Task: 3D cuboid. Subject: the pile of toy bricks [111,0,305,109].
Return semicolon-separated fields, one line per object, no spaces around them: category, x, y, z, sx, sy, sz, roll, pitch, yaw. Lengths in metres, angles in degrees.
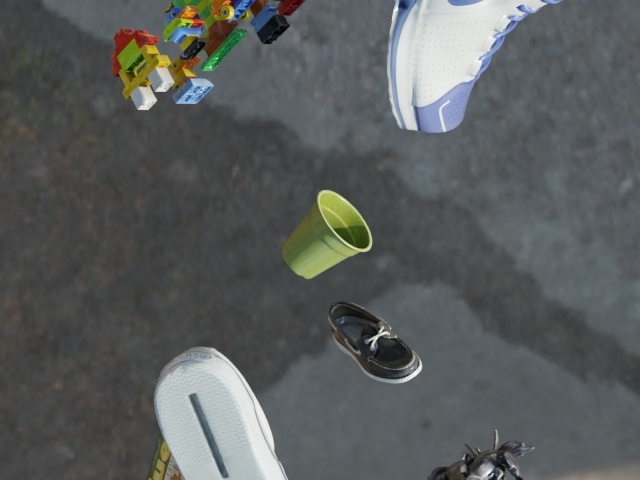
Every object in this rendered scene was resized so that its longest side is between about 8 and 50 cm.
pile of toy bricks;-0.118;-0.231;1.671;0.118;0.105;0.212;-6;152;-51

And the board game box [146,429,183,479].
board game box;-0.164;0.286;1.927;0.030;0.136;0.259;14;94;-26

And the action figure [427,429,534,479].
action figure;0.205;0.354;2.146;0.164;0.275;0.141;-19;104;20

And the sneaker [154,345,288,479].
sneaker;-0.052;0.196;1.246;0.094;0.091;0.258;-13;101;8

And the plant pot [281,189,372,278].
plant pot;0.000;0.000;1.849;0.083;0.083;0.079;35;120;-28

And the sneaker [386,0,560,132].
sneaker;0.164;-0.232;1.536;0.182;0.127;0.315;11;128;10

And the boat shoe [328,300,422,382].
boat shoe;0.048;0.092;1.540;0.046;0.125;0.038;-31;123;-16
